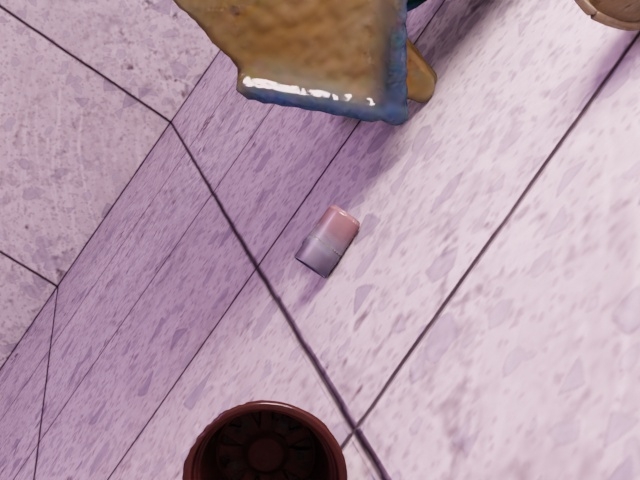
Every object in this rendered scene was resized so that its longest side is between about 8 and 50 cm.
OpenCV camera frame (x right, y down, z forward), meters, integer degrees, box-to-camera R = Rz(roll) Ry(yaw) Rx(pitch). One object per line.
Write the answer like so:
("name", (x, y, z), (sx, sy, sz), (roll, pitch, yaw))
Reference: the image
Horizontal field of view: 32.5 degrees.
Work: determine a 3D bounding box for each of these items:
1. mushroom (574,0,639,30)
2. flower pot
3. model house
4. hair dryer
("mushroom", (0.255, -0.221, 0.705), (0.223, 0.081, 0.092), (-46, 37, 36))
("flower pot", (-0.039, 0.157, 0.779), (0.111, 0.111, 0.089), (-55, 5, 3))
("model house", (0.047, -0.340, 1.081), (0.382, 0.342, 0.334), (-38, 26, 18))
("hair dryer", (0.000, 0.000, 1.081), (0.063, 0.037, 0.114), (-56, 9, -6))
